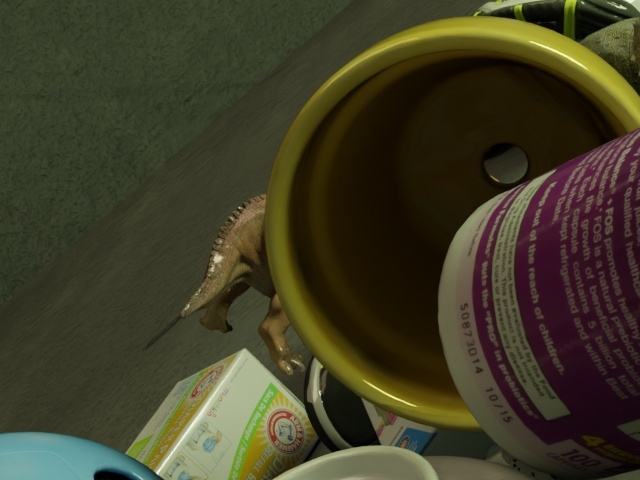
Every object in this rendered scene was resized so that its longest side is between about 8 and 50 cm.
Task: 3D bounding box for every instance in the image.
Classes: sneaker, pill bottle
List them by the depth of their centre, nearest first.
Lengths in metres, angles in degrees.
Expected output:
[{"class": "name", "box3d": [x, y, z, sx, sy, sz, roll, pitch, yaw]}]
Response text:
[{"class": "pill bottle", "box3d": [0.207, 0.012, 0.929, 0.301, 0.169, 0.169, -27, 21, 53]}, {"class": "sneaker", "box3d": [0.074, 0.071, 1.515, 0.097, 0.084, 0.234, -24, 23, 53]}, {"class": "sneaker", "box3d": [0.202, -0.192, 1.833, 0.147, 0.145, 0.385, -50, 16, -24]}]

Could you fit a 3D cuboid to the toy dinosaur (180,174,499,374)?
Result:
[{"class": "toy dinosaur", "box3d": [0.000, 0.000, 1.670, 0.127, 0.296, 0.200, 39, 123, 53]}]

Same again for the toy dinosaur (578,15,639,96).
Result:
[{"class": "toy dinosaur", "box3d": [0.248, -0.111, 1.396, 0.121, 0.160, 0.313, -48, 14, -19]}]

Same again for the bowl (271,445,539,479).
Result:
[{"class": "bowl", "box3d": [0.022, 0.200, 0.969, 0.298, 0.134, 0.298, -23, 24, 11]}]

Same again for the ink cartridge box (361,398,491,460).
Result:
[{"class": "ink cartridge box", "box3d": [0.079, 0.109, 1.329, 0.088, 0.052, 0.122, -57, 26, 19]}]

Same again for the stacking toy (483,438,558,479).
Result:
[{"class": "stacking toy", "box3d": [0.053, 0.223, 1.186, 0.167, 0.052, 0.221, -34, 18, 42]}]

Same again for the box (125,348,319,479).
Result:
[{"class": "box", "box3d": [-0.105, 0.204, 1.588, 0.114, 0.103, 0.203, -29, 19, 48]}]

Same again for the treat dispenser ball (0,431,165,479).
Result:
[{"class": "treat dispenser ball", "box3d": [-0.193, 0.269, 1.236, 0.288, 0.288, 0.288, -41, 13, 12]}]

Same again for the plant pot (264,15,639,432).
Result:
[{"class": "plant pot", "box3d": [0.110, -0.030, 1.252, 0.254, 0.254, 0.239, -40, 4, 17]}]
